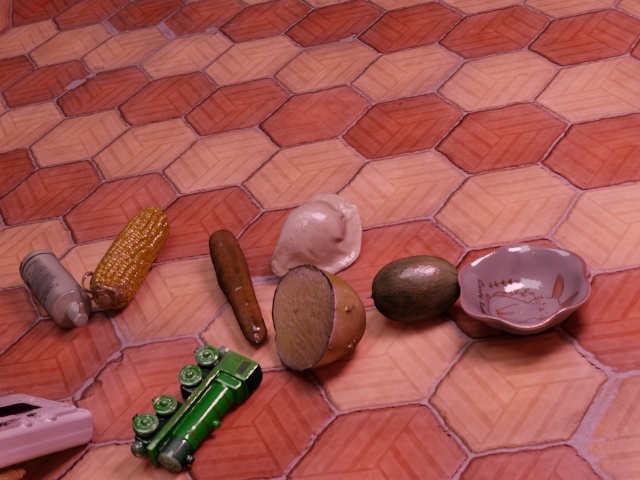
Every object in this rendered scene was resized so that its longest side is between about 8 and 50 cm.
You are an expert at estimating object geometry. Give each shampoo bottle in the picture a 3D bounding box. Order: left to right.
[{"bbox_3d":[-0.524,0.105,2.210,0.085,0.085,0.262,-30,36,-18],"label":"shampoo bottle"}]

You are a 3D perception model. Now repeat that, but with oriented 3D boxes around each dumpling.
[{"bbox_3d":[-0.001,0.003,2.114,0.155,0.181,0.111,29,10,12],"label":"dumpling"}]

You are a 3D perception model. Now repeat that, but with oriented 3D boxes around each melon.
[{"bbox_3d":[0.160,0.084,1.903,0.167,0.114,0.114,-12,34,7],"label":"melon"}]

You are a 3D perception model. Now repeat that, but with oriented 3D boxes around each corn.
[{"bbox_3d":[-0.386,0.033,2.242,0.106,0.106,0.293,-4,32,19],"label":"corn"}]

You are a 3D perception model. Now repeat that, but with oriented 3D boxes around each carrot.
[{"bbox_3d":[-0.154,0.094,2.080,0.070,0.070,0.342,-20,39,-4],"label":"carrot"}]

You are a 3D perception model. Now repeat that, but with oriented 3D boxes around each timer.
[{"bbox_3d":[-0.516,0.307,1.819,0.178,0.078,0.253,5,5,31],"label":"timer"}]

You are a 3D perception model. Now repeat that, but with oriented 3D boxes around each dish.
[{"bbox_3d":[0.339,0.098,1.833,0.229,0.081,0.229,-9,33,6],"label":"dish"}]

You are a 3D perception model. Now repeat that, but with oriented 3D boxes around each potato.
[{"bbox_3d":[0.010,0.135,1.892,0.117,0.182,0.202,7,-1,-31],"label":"potato"}]

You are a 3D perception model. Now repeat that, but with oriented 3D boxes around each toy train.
[{"bbox_3d":[-0.206,0.277,1.829,0.119,0.085,0.251,22,52,24],"label":"toy train"}]

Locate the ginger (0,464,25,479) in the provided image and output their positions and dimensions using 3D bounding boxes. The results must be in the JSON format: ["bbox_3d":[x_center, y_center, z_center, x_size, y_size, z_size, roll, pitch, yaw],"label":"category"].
[{"bbox_3d":[-0.624,0.389,1.777,0.375,0.166,0.236,24,57,27],"label":"ginger"}]
